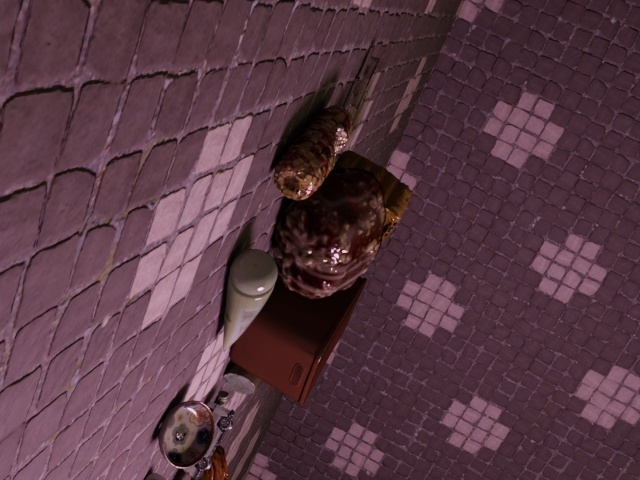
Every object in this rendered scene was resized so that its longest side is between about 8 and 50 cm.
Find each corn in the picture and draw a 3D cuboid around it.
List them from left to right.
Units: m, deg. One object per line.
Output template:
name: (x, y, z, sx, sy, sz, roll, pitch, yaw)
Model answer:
corn: (-0.004, -0.184, 1.413, 0.290, 0.098, 0.098, -56, 170, -47)

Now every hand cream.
hand cream: (-0.150, 0.123, 1.482, 0.147, 0.093, 0.306, -57, 172, -32)

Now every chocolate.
chocolate: (0.000, 0.000, 1.650, 0.210, 0.225, 0.340, -39, 158, -42)

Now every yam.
yam: (-0.166, 0.314, 1.980, 0.259, 0.106, 0.106, -54, 168, -45)

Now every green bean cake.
green bean cake: (0.101, -0.106, 1.836, 0.131, 0.224, 0.230, -58, -179, -30)

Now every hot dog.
hot dog: (-0.307, 0.683, 1.937, 0.175, 0.114, 0.259, 125, -26, -70)

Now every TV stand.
TV stand: (0.079, -0.324, 1.714, 0.249, 0.042, 0.036, -66, 170, 17)

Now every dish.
dish: (-0.302, 0.403, 1.511, 0.141, 0.078, 0.141, -5, 97, -51)

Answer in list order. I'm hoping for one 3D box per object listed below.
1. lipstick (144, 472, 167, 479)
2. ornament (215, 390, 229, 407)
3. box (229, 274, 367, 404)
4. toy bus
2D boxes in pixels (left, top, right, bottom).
lipstick: (-0.379, 0.585, 1.637, 0.063, 0.057, 0.186, -60, 175, -29)
ornament: (-0.276, 0.459, 1.975, 0.092, 0.041, 0.068, 89, 21, -54)
box: (-0.059, 0.212, 1.880, 0.339, 0.229, 0.239, -55, 170, -50)
toy bus: (-0.293, 0.506, 1.812, 0.194, 0.089, 0.087, -62, 174, -15)
